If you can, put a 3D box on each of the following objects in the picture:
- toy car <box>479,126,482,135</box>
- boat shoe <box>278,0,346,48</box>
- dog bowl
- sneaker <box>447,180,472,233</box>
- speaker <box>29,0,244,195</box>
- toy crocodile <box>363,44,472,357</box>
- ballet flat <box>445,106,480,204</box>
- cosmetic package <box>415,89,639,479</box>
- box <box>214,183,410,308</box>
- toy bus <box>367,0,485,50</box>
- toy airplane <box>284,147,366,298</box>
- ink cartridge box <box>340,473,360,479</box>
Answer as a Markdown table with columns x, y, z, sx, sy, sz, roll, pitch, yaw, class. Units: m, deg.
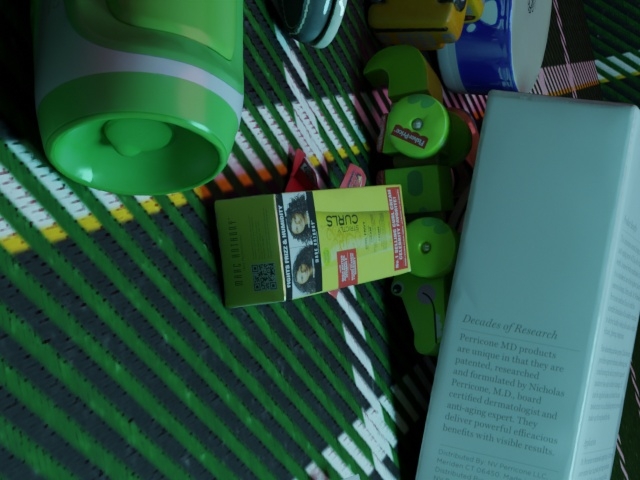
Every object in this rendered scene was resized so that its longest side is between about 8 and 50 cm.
| x | y | z | sx | sy | sz | roll | pitch | yaw | class |
| --- | --- | --- | --- | --- | --- | --- | --- | --- | --- |
| 0.295 | -0.128 | 1.777 | 0.136 | 0.159 | 0.182 | 44 | 22 | 6 | toy car |
| -0.040 | -0.334 | 1.109 | 0.099 | 0.116 | 0.320 | -4 | 91 | -25 | boat shoe |
| 0.242 | -0.331 | 1.666 | 0.265 | 0.104 | 0.265 | 7 | 90 | -69 | dog bowl |
| 0.263 | -0.044 | 1.501 | 0.321 | 0.127 | 0.126 | -55 | 133 | -26 | sneaker |
| -0.111 | -0.184 | 0.768 | 0.131 | 0.131 | 0.297 | 41 | 43 | -58 | speaker |
| 0.105 | -0.044 | 1.302 | 0.115 | 0.105 | 0.341 | 11 | 74 | -68 | toy crocodile |
| 0.188 | -0.065 | 1.567 | 0.073 | 0.080 | 0.232 | -49 | 128 | -29 | ballet flat |
| 0.237 | 0.092 | 1.281 | 0.230 | 0.161 | 0.454 | 19 | 82 | -66 | cosmetic package |
| 0.000 | 0.000 | 1.006 | 0.232 | 0.058 | 0.087 | -7 | 91 | -62 | box |
| 0.147 | -0.377 | 1.452 | 0.130 | 0.108 | 0.333 | 46 | 52 | -60 | toy bus |
| 0.004 | -0.023 | 1.113 | 0.151 | 0.028 | 0.151 | 22 | 65 | -61 | toy airplane |
| 0.019 | 0.242 | 1.018 | 0.048 | 0.028 | 0.083 | 9 | 72 | -68 | ink cartridge box |
